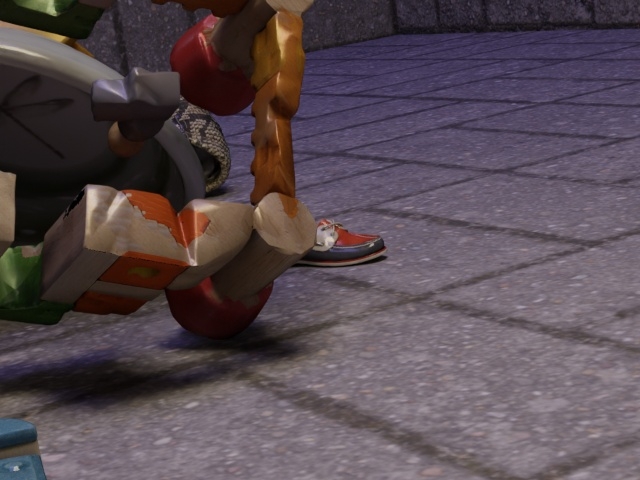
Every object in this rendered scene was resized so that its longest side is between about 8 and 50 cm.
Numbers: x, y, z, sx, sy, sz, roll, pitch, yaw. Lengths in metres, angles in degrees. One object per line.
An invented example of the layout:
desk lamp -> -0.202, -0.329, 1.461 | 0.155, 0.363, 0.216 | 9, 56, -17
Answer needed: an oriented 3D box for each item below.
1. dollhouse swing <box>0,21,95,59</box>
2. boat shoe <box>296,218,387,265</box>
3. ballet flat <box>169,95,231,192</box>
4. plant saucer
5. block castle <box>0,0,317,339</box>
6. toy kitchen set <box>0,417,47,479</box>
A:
dollhouse swing -> -0.500, -0.121, 2.004 | 0.315, 0.305, 0.347 | 20, -25, -1
boat shoe -> 0.000, 0.000, 1.477 | 0.137, 0.043, 0.049 | 0, 12, 30
ballet flat -> -0.338, -0.079, 1.885 | 0.483, 0.164, 0.182 | -11, 32, -19
plant saucer -> -0.303, -0.108, 1.488 | 0.400, 0.100, 0.400 | 7, -29, 4
block castle -> -0.234, -0.094, 1.181 | 0.453, 0.303, 0.213 | 10, -26, -25
toy kitchen set -> -0.250, 0.136, 0.804 | 0.207, 0.122, 0.166 | -11, 12, -13
